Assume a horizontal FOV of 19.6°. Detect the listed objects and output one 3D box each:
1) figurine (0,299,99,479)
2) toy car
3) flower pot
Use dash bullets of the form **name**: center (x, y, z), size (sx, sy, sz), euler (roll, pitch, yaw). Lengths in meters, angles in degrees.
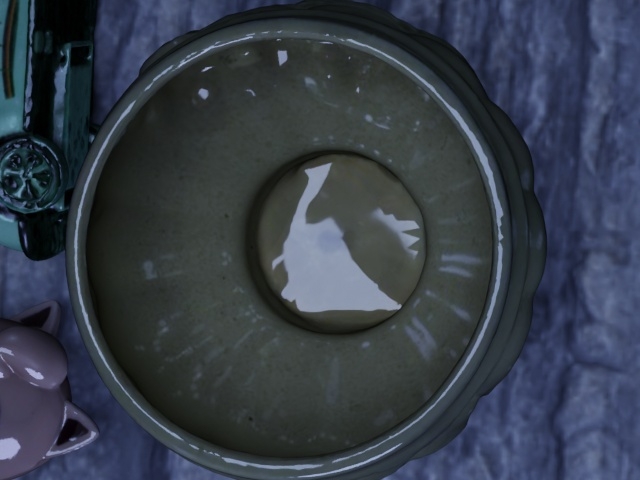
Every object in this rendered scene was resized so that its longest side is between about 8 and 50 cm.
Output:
- **figurine**: center (-0.236, 0.111, 1.323), size (0.138, 0.125, 0.125), euler (-19, 88, 0)
- **toy car**: center (-0.211, -0.141, 1.286), size (0.125, 0.136, 0.306), euler (4, 99, 10)
- **flower pot**: center (0.000, 0.000, 1.204), size (0.307, 0.244, 0.307), euler (0, 91, 12)
